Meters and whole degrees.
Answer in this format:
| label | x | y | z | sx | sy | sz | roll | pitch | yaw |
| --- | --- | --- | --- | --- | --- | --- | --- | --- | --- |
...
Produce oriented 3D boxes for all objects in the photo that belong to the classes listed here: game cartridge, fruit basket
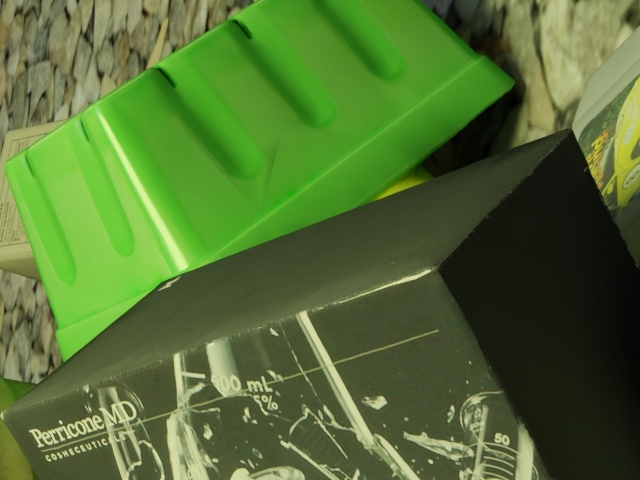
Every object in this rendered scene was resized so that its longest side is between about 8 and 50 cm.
| label | x | y | z | sx | sy | sz | roll | pitch | yaw |
| --- | --- | --- | --- | --- | --- | --- | --- | --- | --- |
| game cartridge | 0.217 | -0.055 | 1.066 | 0.196 | 0.060 | 0.294 | -53 | 14 | 42 |
| fruit basket | 0.000 | 0.000 | 1.311 | 0.283 | 0.392 | 0.392 | -22 | 64 | 54 |

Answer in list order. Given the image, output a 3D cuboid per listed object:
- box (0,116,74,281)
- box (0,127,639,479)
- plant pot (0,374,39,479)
| label | x | y | z | sx | sy | sz | roll | pitch | yaw |
| --- | --- | --- | --- | --- | --- | --- | --- | --- | --- |
| box | -0.177 | -0.042 | 1.650 | 0.311 | 0.121 | 0.148 | -5 | 71 | 43 |
| box | 0.045 | 0.151 | 0.995 | 0.343 | 0.179 | 0.312 | -21 | 102 | 39 |
| plant pot | -0.176 | 0.246 | 1.332 | 0.334 | 0.305 | 0.334 | -12 | 76 | 62 |
